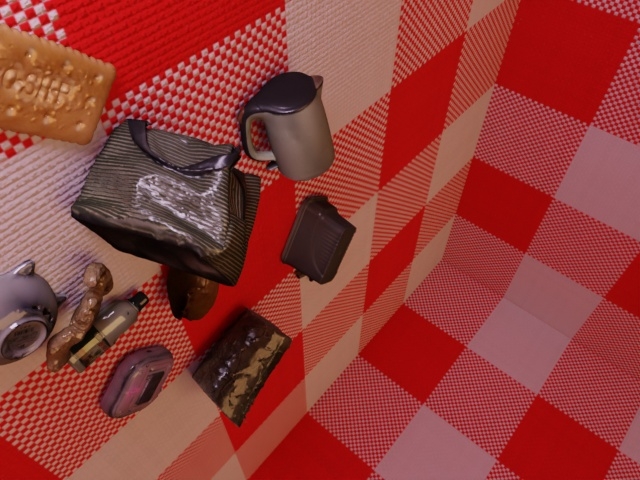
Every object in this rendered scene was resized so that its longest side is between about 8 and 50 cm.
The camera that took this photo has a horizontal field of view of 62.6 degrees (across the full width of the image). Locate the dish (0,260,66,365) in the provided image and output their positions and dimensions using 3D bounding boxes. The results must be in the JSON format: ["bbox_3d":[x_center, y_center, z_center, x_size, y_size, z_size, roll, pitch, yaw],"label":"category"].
[{"bbox_3d":[-0.581,0.157,1.008,0.228,0.086,0.236,-55,157,-3],"label":"dish"}]

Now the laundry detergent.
[{"bbox_3d":[-0.501,0.205,1.240,0.225,0.070,0.099,-45,145,-27],"label":"laundry detergent"}]

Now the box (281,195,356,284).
[{"bbox_3d":[0.000,0.000,1.791,0.138,0.178,0.274,-17,135,-56],"label":"box"}]

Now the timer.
[{"bbox_3d":[-0.507,0.397,1.472,0.209,0.069,0.190,-63,158,11],"label":"timer"}]

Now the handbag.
[{"bbox_3d":[-0.279,-0.078,1.023,0.247,0.340,0.240,59,50,-66],"label":"handbag"}]

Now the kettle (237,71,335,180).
[{"bbox_3d":[-0.085,-0.278,1.329,0.240,0.165,0.255,-23,150,-4],"label":"kettle"}]

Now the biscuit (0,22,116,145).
[{"bbox_3d":[-0.447,-0.238,0.832,0.160,0.030,0.249,-62,156,12],"label":"biscuit"}]

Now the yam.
[{"bbox_3d":[-0.261,0.414,1.760,0.348,0.240,0.241,-55,156,-14],"label":"yam"}]

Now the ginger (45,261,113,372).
[{"bbox_3d":[-0.507,0.160,1.127,0.259,0.065,0.149,-64,-176,10],"label":"ginger"}]

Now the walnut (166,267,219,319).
[{"bbox_3d":[-0.331,0.117,1.368,0.137,0.137,0.246,-23,132,-51],"label":"walnut"}]

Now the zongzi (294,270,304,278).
[{"bbox_3d":[-0.066,0.122,2.006,0.076,0.040,0.083,-40,170,-18],"label":"zongzi"}]

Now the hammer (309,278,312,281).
[{"bbox_3d":[-0.021,0.092,2.030,0.201,0.021,0.078,105,-13,-52],"label":"hammer"}]
